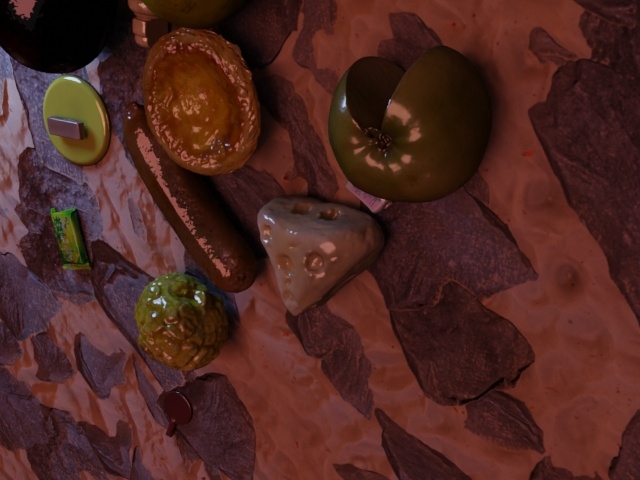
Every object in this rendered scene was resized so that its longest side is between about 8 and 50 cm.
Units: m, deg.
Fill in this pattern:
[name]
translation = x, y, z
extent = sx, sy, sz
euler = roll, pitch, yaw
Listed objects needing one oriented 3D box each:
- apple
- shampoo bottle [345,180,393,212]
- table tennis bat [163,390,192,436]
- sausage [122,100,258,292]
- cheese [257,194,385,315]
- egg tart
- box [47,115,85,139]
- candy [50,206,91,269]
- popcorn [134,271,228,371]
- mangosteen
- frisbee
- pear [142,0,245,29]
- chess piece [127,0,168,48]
[apple]
translation = 0.152, -0.205, 1.275
extent = 0.291, 0.254, 0.292
euler = 14, 119, 27
[shampoo bottle]
translation = 0.106, -0.102, 1.468
extent = 0.099, 0.043, 0.072
euler = 44, 125, 10
[table tennis bat]
translation = -0.402, 0.483, 2.011
extent = 0.098, 0.019, 0.155
euler = 30, 118, 18
[sausage]
translation = -0.310, -0.094, 1.672
extent = 0.501, 0.123, 0.136
euler = 57, 156, 3
[cheese]
translation = -0.001, 0.000, 1.498
extent = 0.247, 0.173, 0.252
euler = -27, 87, 37
[egg tart]
translation = -0.239, -0.299, 1.552
extent = 0.318, 0.128, 0.319
euler = 12, 117, 25
[box]
translation = -0.647, -0.287, 1.849
extent = 0.115, 0.025, 0.048
euler = 13, 119, 27
[candy]
translation = -0.687, -0.004, 1.995
extent = 0.102, 0.032, 0.179
euler = 2, 109, 31
[popcorn]
translation = -0.354, 0.200, 1.773
extent = 0.251, 0.206, 0.237
euler = -8, 118, 45
[mangosteen]
translation = -0.602, -0.522, 1.583
extent = 0.329, 0.330, 0.330
euler = 11, 113, 28
[frisbee]
translation = -0.627, -0.304, 1.857
extent = 0.235, 0.017, 0.236
euler = 11, 112, 28
[pear]
translation = -0.250, -0.551, 1.371
extent = 0.252, 0.253, 0.307
euler = 29, 151, 20
[chess piece]
translation = -0.351, -0.602, 1.526
extent = 0.117, 0.117, 0.398
euler = 20, 119, 24
